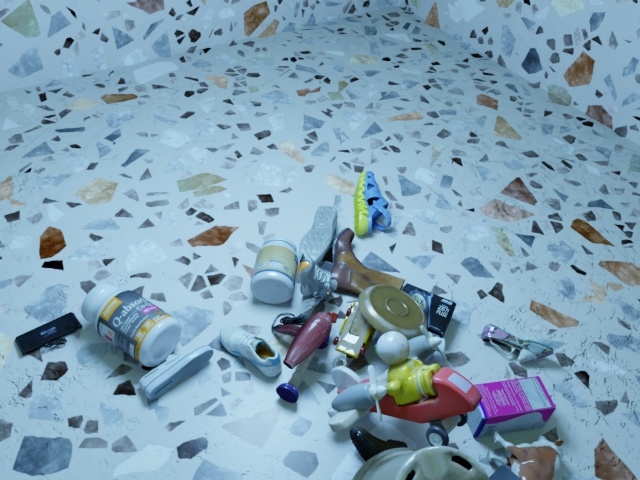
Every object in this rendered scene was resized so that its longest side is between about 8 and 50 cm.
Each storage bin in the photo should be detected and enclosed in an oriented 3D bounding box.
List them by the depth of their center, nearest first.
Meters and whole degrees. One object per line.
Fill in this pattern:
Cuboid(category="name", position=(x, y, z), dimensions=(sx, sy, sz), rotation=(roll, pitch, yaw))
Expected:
Cuboid(category="storage bin", position=(0.456, 0.612, 1.406), dimensions=(0.135, 0.098, 0.091), rotation=(35, 52, 28))

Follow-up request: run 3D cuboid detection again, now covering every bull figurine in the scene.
Cuboid(category="bull figurine", position=(0.527, 0.616, 1.522), dimensions=(0.189, 0.101, 0.310), rotation=(18, 44, 17))

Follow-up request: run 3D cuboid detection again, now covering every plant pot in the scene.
Cuboid(category="plant pot", position=(0.239, 0.605, 1.301), dimensions=(0.334, 0.305, 0.333), rotation=(4, 59, -6))
Cuboid(category="plant pot", position=(0.229, 0.213, 1.786), dimensions=(0.237, 0.032, 0.236), rotation=(18, 34, -12))

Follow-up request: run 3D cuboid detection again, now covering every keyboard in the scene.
Cuboid(category="keyboard", position=(-0.818, 0.290, 1.768), dimensions=(0.180, 0.023, 0.108), rotation=(-28, 47, -29))

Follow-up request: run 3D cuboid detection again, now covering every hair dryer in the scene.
Cuboid(category="hair dryer", position=(-0.058, 0.280, 1.754), dimensions=(0.080, 0.224, 0.293), rotation=(48, 22, -17))

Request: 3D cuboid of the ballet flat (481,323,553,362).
Cuboid(category="ballet flat", position=(0.618, 0.338, 1.848), dimensions=(0.222, 0.077, 0.079), rotation=(21, 64, 22))

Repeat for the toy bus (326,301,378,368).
Cuboid(category="toy bus", position=(0.113, 0.296, 1.800), dimensions=(0.202, 0.104, 0.190), rotation=(-23, 61, 1))

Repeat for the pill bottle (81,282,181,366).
Cuboid(category="pill bottle", position=(-0.568, 0.245, 1.742), dimensions=(0.279, 0.162, 0.162), rotation=(27, 48, 20))

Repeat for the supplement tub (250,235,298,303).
Cuboid(category="supplement tub", position=(-0.150, 0.096, 1.952), dimensions=(0.145, 0.144, 0.199), rotation=(6, 44, 0))

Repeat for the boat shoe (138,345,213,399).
Cuboid(category="boat shoe", position=(-0.421, 0.363, 1.690), dimensions=(0.226, 0.083, 0.076), rotation=(-31, 56, -31))

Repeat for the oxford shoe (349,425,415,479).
Cuboid(category="oxford shoe", position=(0.179, 0.566, 1.554), dimensions=(0.227, 0.082, 0.096), rotation=(36, 48, 12))

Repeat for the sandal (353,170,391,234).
Cuboid(category="sandal", position=(0.201, -0.142, 2.266), dimensions=(0.138, 0.126, 0.317), rotation=(6, 52, -5))

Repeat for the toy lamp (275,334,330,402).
Cuboid(category="toy lamp", position=(-0.043, 0.353, 1.747), dimensions=(0.080, 0.080, 0.274), rotation=(21, 45, 15))

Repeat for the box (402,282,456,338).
Cuboid(category="box", position=(0.332, 0.241, 1.903), dimensions=(0.180, 0.077, 0.147), rotation=(22, 46, 17))

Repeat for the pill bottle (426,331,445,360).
Cuboid(category="pill bottle", position=(0.294, 0.321, 1.805), dimensions=(0.170, 0.094, 0.094), rotation=(12, 44, 5))

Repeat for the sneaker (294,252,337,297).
Cuboid(category="sneaker", position=(-0.006, 0.118, 1.866), dimensions=(0.121, 0.262, 0.099), rotation=(13, 72, 11))

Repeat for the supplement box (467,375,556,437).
Cuboid(category="supplement box", position=(0.533, 0.474, 1.661), dimensions=(0.220, 0.111, 0.113), rotation=(-3, 44, -11))

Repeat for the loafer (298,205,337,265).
Cuboid(category="loafer", position=(0.000, 0.000, 2.089), dimensions=(0.112, 0.111, 0.319), rotation=(6, 39, 17))

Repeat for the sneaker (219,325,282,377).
Cuboid(category="sneaker", position=(-0.210, 0.315, 1.758), dimensions=(0.229, 0.092, 0.087), rotation=(27, 49, 22))

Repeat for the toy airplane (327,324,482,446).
Cuboid(category="toy airplane", position=(0.184, 0.368, 1.549), dimensions=(0.385, 0.272, 0.386), rotation=(-10, 12, -6))

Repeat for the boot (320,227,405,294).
Cuboid(category="boot", position=(0.161, 0.091, 2.029), dimensions=(0.281, 0.096, 0.264), rotation=(19, 45, 12))
